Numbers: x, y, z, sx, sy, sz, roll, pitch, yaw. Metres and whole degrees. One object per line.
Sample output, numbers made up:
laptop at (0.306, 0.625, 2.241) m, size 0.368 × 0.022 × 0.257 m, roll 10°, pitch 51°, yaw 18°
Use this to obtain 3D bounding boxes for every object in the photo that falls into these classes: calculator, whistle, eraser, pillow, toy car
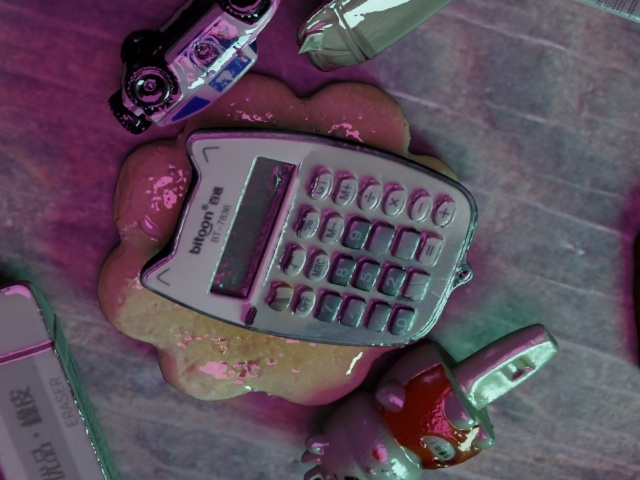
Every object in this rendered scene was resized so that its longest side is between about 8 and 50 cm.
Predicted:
calculator at (0.000, 0.000, 1.479) m, size 0.268 × 0.040 × 0.177 m, roll 15°, pitch 113°, yaw -17°
whistle at (0.092, 0.149, 1.596) m, size 0.253 × 0.102 × 0.106 m, roll -33°, pitch 76°, yaw 10°
eraser at (-0.229, 0.181, 1.581) m, size 0.089 × 0.061 × 0.352 m, roll -18°, pitch 117°, yaw 0°
pillow at (0.084, -0.203, 1.416) m, size 0.233 × 0.038 × 0.130 m, roll -34°, pitch 162°, yaw 7°
toy car at (-0.093, -0.149, 1.423) m, size 0.171 × 0.080 × 0.070 m, roll -44°, pitch 115°, yaw 13°

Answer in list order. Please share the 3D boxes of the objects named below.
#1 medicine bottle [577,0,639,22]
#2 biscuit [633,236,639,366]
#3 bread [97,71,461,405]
medicine bottle at (0.242, -0.206, 1.452) m, size 0.118 × 0.074 × 0.055 m, roll 15°, pitch 113°, yaw -18°
biscuit at (0.444, 0.040, 1.630) m, size 0.359 × 0.046 × 0.359 m, roll -4°, pitch 118°, yaw -8°
bread at (-0.029, 0.009, 1.532) m, size 0.316 × 0.054 × 0.316 m, roll -3°, pitch 115°, yaw -7°
